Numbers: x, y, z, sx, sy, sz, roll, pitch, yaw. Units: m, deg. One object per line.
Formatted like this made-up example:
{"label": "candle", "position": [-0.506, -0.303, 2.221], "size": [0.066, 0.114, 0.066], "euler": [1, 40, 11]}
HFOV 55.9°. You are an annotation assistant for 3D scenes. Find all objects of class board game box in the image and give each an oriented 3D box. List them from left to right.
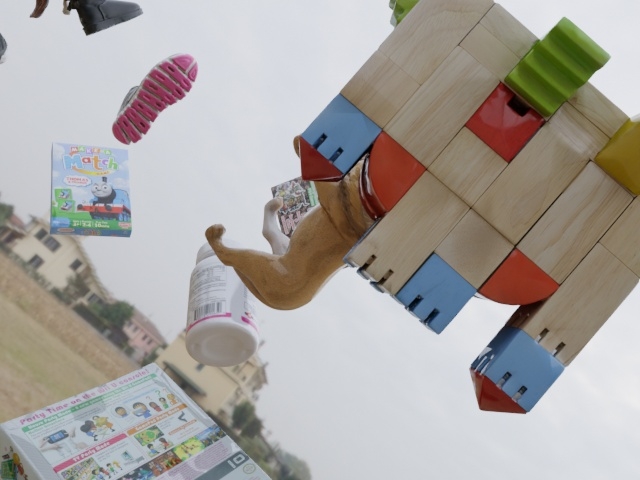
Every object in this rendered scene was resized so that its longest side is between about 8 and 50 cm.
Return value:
{"label": "board game box", "position": [-0.494, -0.109, 1.297], "size": [0.039, 0.160, 0.211], "euler": [-50, -135, 51]}
{"label": "board game box", "position": [-0.203, 0.304, 0.712], "size": [0.303, 0.224, 0.097], "euler": [38, -62, 25]}
{"label": "board game box", "position": [0.073, -0.060, 1.343], "size": [0.232, 0.291, 0.141], "euler": [53, 18, -60]}

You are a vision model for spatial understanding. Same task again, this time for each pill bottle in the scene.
{"label": "pill bottle", "position": [-0.226, 0.136, 1.402], "size": [0.283, 0.160, 0.160], "euler": [-98, 162, -47]}

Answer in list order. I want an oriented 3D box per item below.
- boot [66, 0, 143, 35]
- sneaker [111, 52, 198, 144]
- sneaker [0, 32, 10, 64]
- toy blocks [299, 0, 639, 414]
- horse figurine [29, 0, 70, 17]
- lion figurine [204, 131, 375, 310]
{"label": "boot", "position": [-0.338, -0.377, 0.922], "size": [0.045, 0.121, 0.099], "euler": [0, -60, 41]}
{"label": "sneaker", "position": [-0.258, -0.226, 0.930], "size": [0.063, 0.170, 0.075], "euler": [38, 11, -33]}
{"label": "sneaker", "position": [-0.530, -0.265, 0.847], "size": [0.211, 0.080, 0.081], "euler": [6, -31, 9]}
{"label": "toy blocks", "position": [0.129, -0.035, 0.534], "size": [0.381, 0.261, 0.191], "euler": [42, -3, 1]}
{"label": "horse figurine", "position": [-0.431, -0.462, 0.911], "size": [0.174, 0.066, 0.263], "euler": [109, -35, -59]}
{"label": "lion figurine", "position": [0.000, 0.000, 0.854], "size": [0.392, 0.142, 0.240], "euler": [-44, -112, 38]}
